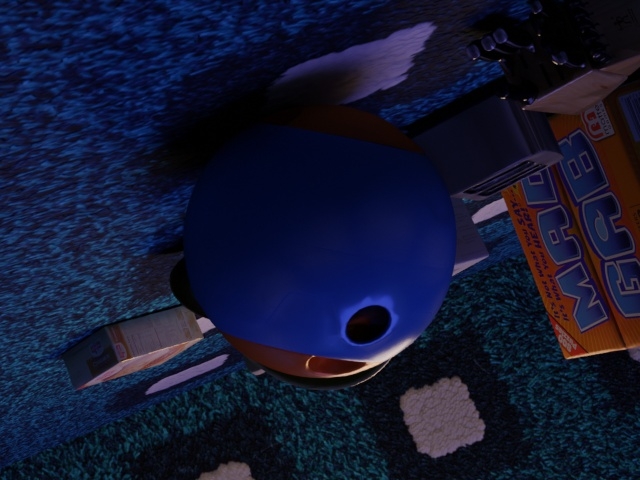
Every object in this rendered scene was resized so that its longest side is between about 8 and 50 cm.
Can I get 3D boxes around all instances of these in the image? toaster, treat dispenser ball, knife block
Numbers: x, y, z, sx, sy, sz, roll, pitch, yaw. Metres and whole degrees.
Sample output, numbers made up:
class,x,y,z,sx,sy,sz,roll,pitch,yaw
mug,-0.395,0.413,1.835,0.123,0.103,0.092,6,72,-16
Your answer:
class,x,y,z,sx,sy,sz,roll,pitch,yaw
toaster,0.225,-0.130,1.906,0.186,0.110,0.168,-27,171,18
treat dispenser ball,0.000,0.000,1.524,0.288,0.288,0.288,-23,171,-4
knife block,0.250,-0.199,1.651,0.242,0.088,0.275,-20,170,-19

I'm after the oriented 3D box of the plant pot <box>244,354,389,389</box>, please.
class,x,y,z,sx,sy,sz,roll,pitch,yaw
plant pot,0.040,0.007,1.873,0.275,0.275,0.293,-30,-175,33

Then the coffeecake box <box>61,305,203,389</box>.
class,x,y,z,sx,sy,sz,roll,pitch,yaw
coffeecake box,-0.314,0.177,2.419,0.185,0.068,0.142,-14,167,-45

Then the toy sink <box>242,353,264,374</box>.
class,x,y,z,sx,sy,sz,roll,pitch,yaw
toy sink,-0.052,0.072,2.132,0.234,0.153,0.131,-27,148,17

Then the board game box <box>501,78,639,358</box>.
class,x,y,z,sx,sy,sz,roll,pitch,yaw
board game box,0.529,-0.063,2.151,0.356,0.356,0.356,-20,178,-23

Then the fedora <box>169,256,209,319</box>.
class,x,y,z,sx,sy,sz,roll,pitch,yaw
fedora,-0.111,0.030,1.966,0.194,0.194,0.079,-20,131,-21

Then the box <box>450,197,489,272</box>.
class,x,y,z,sx,sy,sz,roll,pitch,yaw
box,0.145,-0.026,2.101,0.091,0.170,0.130,-32,168,35
